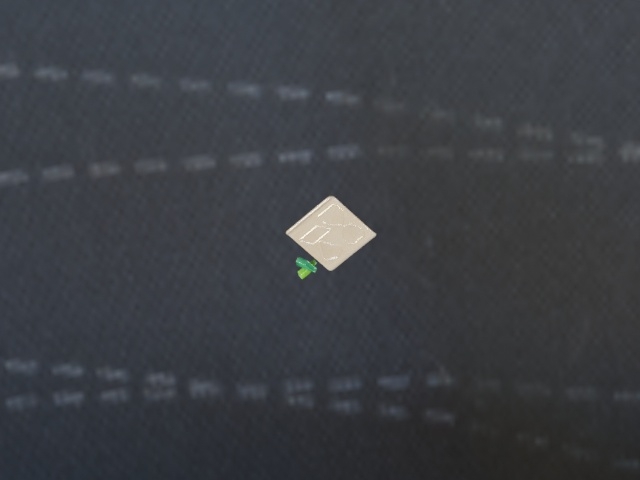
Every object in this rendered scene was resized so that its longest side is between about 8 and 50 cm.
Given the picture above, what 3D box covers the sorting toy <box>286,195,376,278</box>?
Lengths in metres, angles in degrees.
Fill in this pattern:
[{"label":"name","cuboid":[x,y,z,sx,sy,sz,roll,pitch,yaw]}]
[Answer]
[{"label":"sorting toy","cuboid":[0.000,0.000,1.747,0.083,0.062,0.012,-39,28,23]}]
